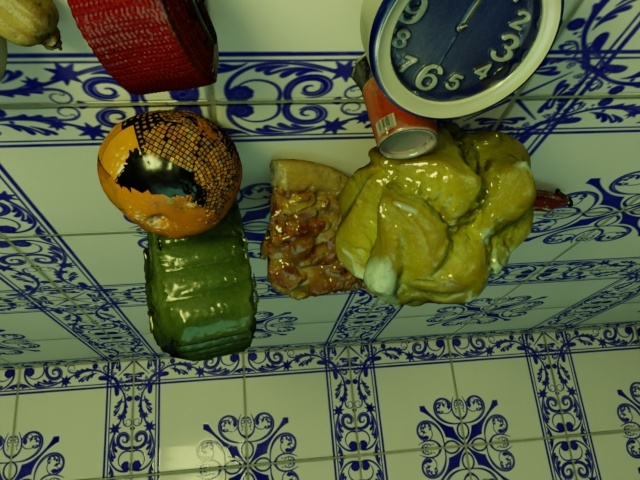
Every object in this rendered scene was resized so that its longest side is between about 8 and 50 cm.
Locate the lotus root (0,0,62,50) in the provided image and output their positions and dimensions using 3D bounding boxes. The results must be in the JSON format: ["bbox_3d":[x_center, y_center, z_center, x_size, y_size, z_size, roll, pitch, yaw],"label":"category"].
[{"bbox_3d":[-0.347,-0.266,0.664,0.072,0.063,0.152,-48,147,-2],"label":"lotus root"}]

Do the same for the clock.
[{"bbox_3d":[0.164,-0.258,0.703,0.230,0.083,0.231,-7,138,-6],"label":"clock"}]

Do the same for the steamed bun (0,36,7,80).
[{"bbox_3d":[-0.485,-0.217,0.666,0.228,0.131,0.177,8,157,-34],"label":"steamed bun"}]

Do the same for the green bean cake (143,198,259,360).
[{"bbox_3d":[-0.257,0.068,1.198,0.217,0.335,0.319,-10,158,-15],"label":"green bean cake"}]

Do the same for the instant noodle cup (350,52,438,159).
[{"bbox_3d":[0.116,-0.197,0.852,0.127,0.136,0.127,-6,159,-2],"label":"instant noodle cup"}]

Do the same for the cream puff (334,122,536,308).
[{"bbox_3d":[0.178,-0.067,1.003,0.378,0.378,0.275,-25,114,40],"label":"cream puff"}]

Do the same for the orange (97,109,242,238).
[{"bbox_3d":[-0.244,-0.107,0.956,0.234,0.183,0.234,8,159,3],"label":"orange"}]

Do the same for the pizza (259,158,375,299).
[{"bbox_3d":[0.000,0.000,1.193,0.277,0.114,0.409,-33,125,-3],"label":"pizza"}]

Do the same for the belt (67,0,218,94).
[{"bbox_3d":[-0.183,-0.250,0.658,0.124,0.128,0.201,-7,157,7],"label":"belt"}]

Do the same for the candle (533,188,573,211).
[{"bbox_3d":[0.443,-0.097,1.295,0.301,0.059,0.084,3,166,-21],"label":"candle"}]
